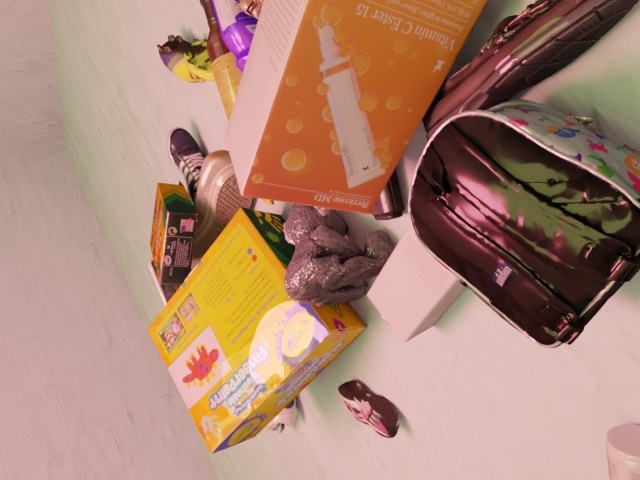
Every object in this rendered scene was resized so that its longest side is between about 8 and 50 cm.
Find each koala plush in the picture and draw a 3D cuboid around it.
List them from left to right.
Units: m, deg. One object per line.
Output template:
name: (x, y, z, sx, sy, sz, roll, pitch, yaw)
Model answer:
koala plush: (0.000, 0.000, 0.937, 0.196, 0.204, 0.221, -55, 50, 51)

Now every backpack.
backpack: (0.237, -0.039, 0.551, 0.254, 0.191, 0.225, 39, 136, 26)

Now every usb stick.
usb stick: (0.087, -0.172, 0.831, 0.077, 0.045, 0.277, -4, 104, 55)

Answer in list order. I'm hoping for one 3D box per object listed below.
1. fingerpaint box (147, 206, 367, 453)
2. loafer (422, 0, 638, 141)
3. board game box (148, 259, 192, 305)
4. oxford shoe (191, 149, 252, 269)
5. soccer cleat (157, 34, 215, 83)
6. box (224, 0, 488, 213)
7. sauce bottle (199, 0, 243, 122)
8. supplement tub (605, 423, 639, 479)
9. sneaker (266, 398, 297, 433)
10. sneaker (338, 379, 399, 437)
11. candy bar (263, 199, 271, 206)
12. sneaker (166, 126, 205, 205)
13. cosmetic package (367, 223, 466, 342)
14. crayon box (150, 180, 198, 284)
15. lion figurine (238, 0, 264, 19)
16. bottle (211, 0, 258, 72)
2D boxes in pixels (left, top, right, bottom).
fingerpaint box: (-0.171, 0.210, 1.136, 0.444, 0.163, 0.371, -50, 62, 21)
loafer: (0.217, -0.220, 0.571, 0.302, 0.109, 0.095, -40, 69, 58)
board game box: (-0.394, 0.244, 1.554, 0.390, 0.050, 0.389, 57, -172, -83)
oxford shoe: (-0.293, -0.076, 1.326, 0.130, 0.169, 0.449, 56, 139, 25)
soccer cleat: (-0.326, -0.466, 1.259, 0.289, 0.093, 0.121, 32, 162, 38)
box: (0.024, -0.229, 0.650, 0.345, 0.215, 0.168, -64, 32, 35)
sauce bottle: (-0.187, -0.388, 1.052, 0.111, 0.112, 0.344, -9, 100, 56)
supplement tub: (0.405, 0.298, 0.598, 0.071, 0.071, 0.107, 5, 111, 54)
sneaker: (-0.203, 0.506, 1.501, 0.323, 0.130, 0.236, -21, 89, 44)
sneaker: (0.116, 0.392, 1.079, 0.178, 0.072, 0.077, 32, 143, 54)
candy bar: (-0.125, -0.158, 1.168, 0.040, 0.018, 0.161, 45, 140, 33)
sneaker: (-0.361, -0.202, 1.407, 0.153, 0.099, 0.282, 13, 124, 57)
cosmetic package: (0.176, 0.058, 0.791, 0.117, 0.086, 0.231, 53, 145, 24)
crayon box: (-0.417, -0.034, 1.319, 0.318, 0.081, 0.202, -136, 54, -58)
lion figurine: (-0.073, -0.475, 0.721, 0.240, 0.142, 0.392, 60, 173, 18)
bottle: (-0.146, -0.438, 0.960, 0.092, 0.118, 0.282, -7, 100, 56)
